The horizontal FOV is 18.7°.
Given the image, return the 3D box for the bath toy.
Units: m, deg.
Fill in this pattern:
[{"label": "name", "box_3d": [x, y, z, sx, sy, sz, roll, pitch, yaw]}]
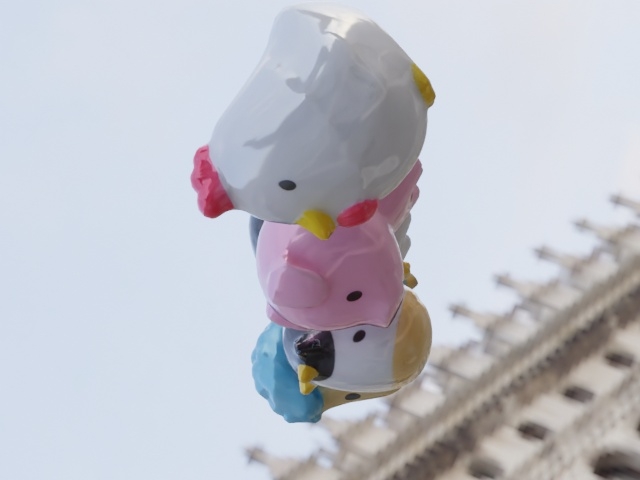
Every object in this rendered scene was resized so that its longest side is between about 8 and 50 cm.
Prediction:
[{"label": "bath toy", "box_3d": [0.000, 0.000, 1.088, 0.129, 0.151, 0.348, -38, -18, -12]}]
